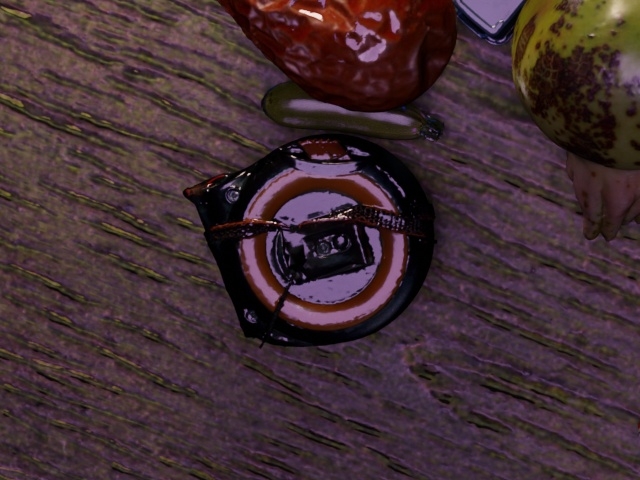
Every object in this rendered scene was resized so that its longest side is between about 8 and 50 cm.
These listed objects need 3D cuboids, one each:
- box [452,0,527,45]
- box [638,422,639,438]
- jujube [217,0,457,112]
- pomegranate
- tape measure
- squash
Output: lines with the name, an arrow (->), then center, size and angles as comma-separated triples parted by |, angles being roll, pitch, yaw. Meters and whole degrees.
box -> 0.171, -0.238, 1.623 | 0.074, 0.054, 0.099 | 41, 103, 1
box -> 0.403, 0.141, 1.632 | 0.218, 0.055, 0.039 | -33, 90, 14
jujube -> 0.011, -0.217, 1.613 | 0.236, 0.168, 0.168 | 26, 103, 22
pomegranate -> 0.259, -0.134, 1.548 | 0.204, 0.222, 0.276 | 25, 124, -5
tape measure -> 0.000, 0.000, 1.647 | 0.223, 0.135, 0.202 | -18, 98, 13
squash -> 0.031, -0.125, 1.670 | 0.183, 0.052, 0.052 | 11, 100, 11
